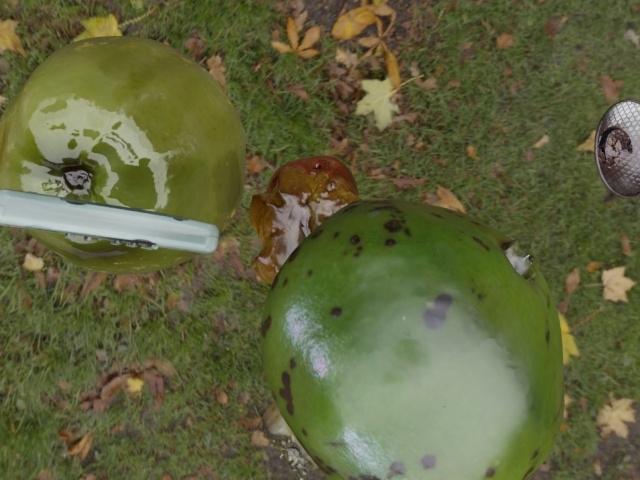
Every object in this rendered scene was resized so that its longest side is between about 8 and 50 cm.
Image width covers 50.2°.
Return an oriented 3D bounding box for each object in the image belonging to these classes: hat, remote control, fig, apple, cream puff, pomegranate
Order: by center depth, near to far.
[{"bbox_3d":[0.062,0.098,0.545,0.270,0.254,0.254,-43,106,8],"label":"pomegranate"},{"bbox_3d":[-0.291,-0.022,0.951,0.296,0.140,0.056,10,88,-21],"label":"remote control"},{"bbox_3d":[0.000,0.000,1.191,0.268,0.155,0.241,8,92,8],"label":"cream puff"},{"bbox_3d":[-0.370,-0.153,1.288,0.473,0.473,0.474,-2,96,-17],"label":"apple"},{"bbox_3d":[0.584,-0.178,1.355,0.193,0.082,0.193,-1,92,-27],"label":"hat"},{"bbox_3d":[-0.018,-0.074,1.408,0.205,0.205,0.205,-2,96,-17],"label":"fig"}]

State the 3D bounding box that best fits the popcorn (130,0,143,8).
[{"bbox_3d":[-0.298,-0.482,1.161,0.141,0.162,0.136,15,47,-31],"label":"popcorn"}]
